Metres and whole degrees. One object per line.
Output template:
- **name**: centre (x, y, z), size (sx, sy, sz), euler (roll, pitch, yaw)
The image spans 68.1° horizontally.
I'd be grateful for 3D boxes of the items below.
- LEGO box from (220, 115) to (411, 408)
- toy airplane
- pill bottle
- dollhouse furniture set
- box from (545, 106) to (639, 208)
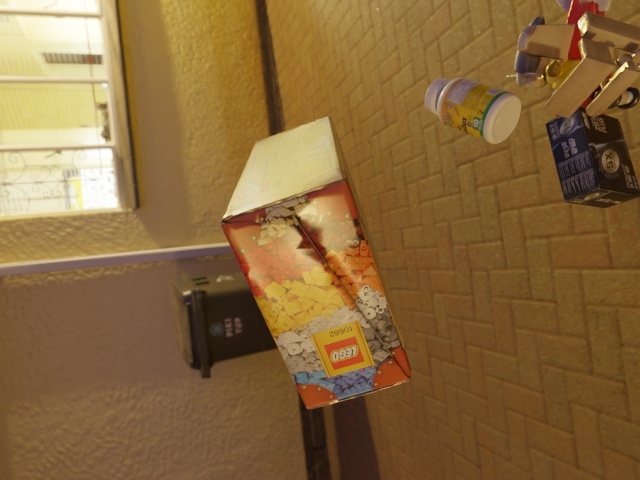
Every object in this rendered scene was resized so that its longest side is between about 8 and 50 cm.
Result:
- **LEGO box**: centre (0.000, 0.000, 0.941), size (0.500, 0.193, 0.372), euler (-93, -16, -66)
- **toy airplane**: centre (0.666, -0.507, 1.278), size (0.273, 0.386, 0.384), euler (-5, 51, 53)
- **pill bottle**: centre (0.355, -0.318, 1.129), size (0.208, 0.118, 0.117), euler (39, 134, 40)
- **dollhouse furniture set**: centre (0.508, -0.321, 0.889), size (0.123, 0.144, 0.151), euler (114, 167, -57)
- **box**: centre (0.558, -0.167, 0.973), size (0.078, 0.148, 0.180), euler (-30, 60, 56)
